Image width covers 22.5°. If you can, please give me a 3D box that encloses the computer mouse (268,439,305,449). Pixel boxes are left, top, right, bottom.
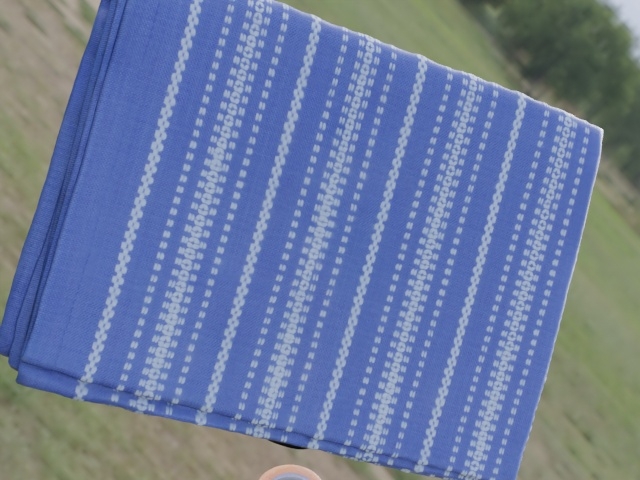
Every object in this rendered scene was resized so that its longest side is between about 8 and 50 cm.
[{"bbox_3d":[-0.039,0.167,1.681,0.071,0.041,0.242,13,-21,8],"label":"computer mouse"}]

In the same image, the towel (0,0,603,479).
[{"bbox_3d":[0.000,0.000,0.932,0.336,0.243,0.040,17,-4,-26],"label":"towel"}]

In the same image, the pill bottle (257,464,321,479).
[{"bbox_3d":[-0.042,0.389,2.009,0.130,0.130,0.245,54,-28,40],"label":"pill bottle"}]
